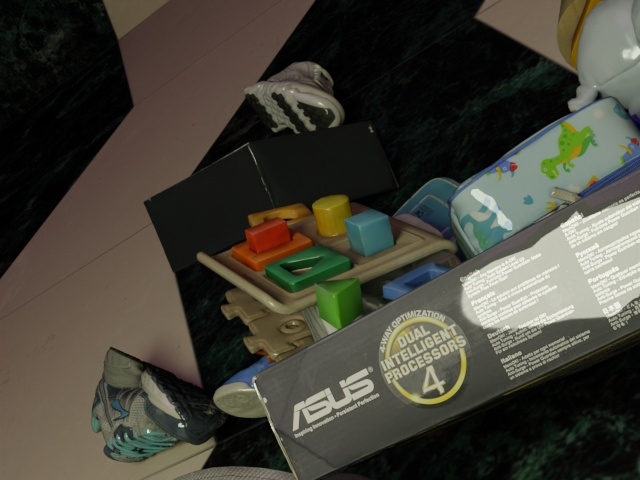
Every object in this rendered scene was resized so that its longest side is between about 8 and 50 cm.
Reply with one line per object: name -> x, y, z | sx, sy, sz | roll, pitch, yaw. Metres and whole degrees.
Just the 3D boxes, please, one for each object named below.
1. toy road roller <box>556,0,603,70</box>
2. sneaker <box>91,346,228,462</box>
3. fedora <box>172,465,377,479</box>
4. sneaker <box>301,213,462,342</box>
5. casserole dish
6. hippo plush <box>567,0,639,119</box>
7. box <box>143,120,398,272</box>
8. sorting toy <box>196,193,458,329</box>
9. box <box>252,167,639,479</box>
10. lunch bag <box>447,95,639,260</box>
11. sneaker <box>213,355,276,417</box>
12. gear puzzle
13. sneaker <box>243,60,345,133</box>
toy road roller -> 0.407, -0.313, 1.155 | 0.329, 0.241, 0.202 | 107, -178, -46
sneaker -> -0.201, 0.220, 1.340 | 0.283, 0.110, 0.122 | 9, 75, 63
fedora -> -0.008, 0.264, 0.853 | 0.275, 0.243, 0.124 | -18, 7, 37
sneaker -> 0.067, 0.050, 1.073 | 0.169, 0.108, 0.292 | -16, 26, -5
casserole dish -> 0.136, -0.018, 1.240 | 0.114, 0.037, 0.188 | -44, 24, 0
hippo plush -> 0.300, -0.169, 0.932 | 0.234, 0.294, 0.236 | -47, -4, -35
box -> -0.054, -0.057, 1.363 | 0.184, 0.103, 0.261 | -28, -6, 36
sorting toy -> 0.000, 0.000, 1.039 | 0.196, 0.047, 0.348 | -18, 21, -23
box -> 0.193, 0.038, 0.795 | 0.395, 0.097, 0.318 | -31, -11, 27
lunch bag -> 0.204, -0.035, 0.971 | 0.176, 0.090, 0.219 | -32, -13, 1
sneaker -> -0.050, 0.142, 1.244 | 0.152, 0.058, 0.084 | -24, 36, 30
gear puzzle -> -0.012, 0.079, 1.212 | 0.175, 0.044, 0.339 | -18, 28, -16
sneaker -> -0.025, -0.231, 1.746 | 0.118, 0.110, 0.292 | -39, 24, -10
